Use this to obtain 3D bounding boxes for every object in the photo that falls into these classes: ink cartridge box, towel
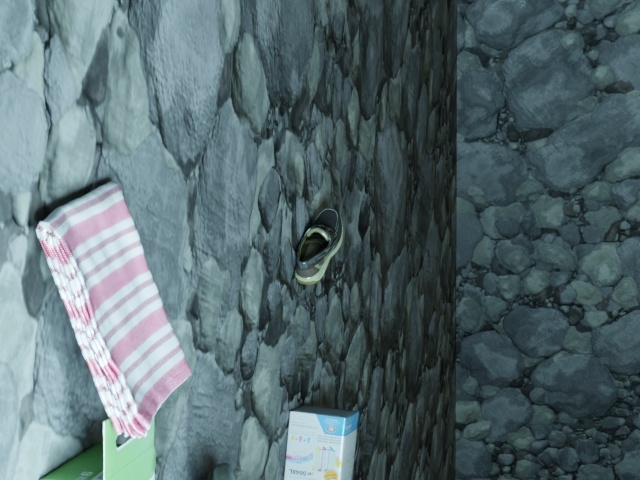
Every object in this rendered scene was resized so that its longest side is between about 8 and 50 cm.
[{"bbox_3d":[-0.191,0.240,0.922,0.109,0.062,0.209,-25,117,-73],"label":"ink cartridge box"},{"bbox_3d":[0.001,0.336,1.650,0.090,0.092,0.143,10,85,-75],"label":"ink cartridge box"},{"bbox_3d":[-0.167,0.053,0.901,0.144,0.029,0.197,-58,131,-71],"label":"towel"}]

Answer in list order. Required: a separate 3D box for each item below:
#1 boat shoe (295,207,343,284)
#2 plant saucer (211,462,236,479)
[{"bbox_3d":[0.000,0.000,1.605,0.049,0.056,0.152,88,15,-45],"label":"boat shoe"},{"bbox_3d":[-0.085,0.449,1.155,0.400,0.101,0.400,163,-90,-81],"label":"plant saucer"}]
